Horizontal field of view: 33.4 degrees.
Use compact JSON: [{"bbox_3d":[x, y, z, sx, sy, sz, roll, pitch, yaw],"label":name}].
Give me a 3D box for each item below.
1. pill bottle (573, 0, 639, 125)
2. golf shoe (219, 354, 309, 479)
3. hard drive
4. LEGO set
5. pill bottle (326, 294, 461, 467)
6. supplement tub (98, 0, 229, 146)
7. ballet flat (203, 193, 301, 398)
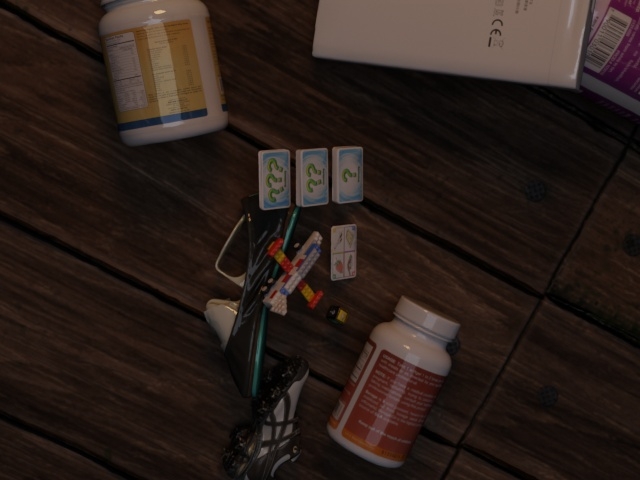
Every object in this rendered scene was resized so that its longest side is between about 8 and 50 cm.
[{"bbox_3d":[0.442,-0.239,1.414,0.301,0.169,0.169,25,94,-9],"label":"pill bottle"},{"bbox_3d":[-0.056,0.253,1.484,0.093,0.077,0.198,28,101,-19],"label":"golf shoe"},{"bbox_3d":[0.171,-0.328,1.353,0.352,0.047,0.233,11,97,23],"label":"hard drive"},{"bbox_3d":[0.000,0.000,1.414,0.182,0.060,0.244,-7,101,-43],"label":"LEGO set"},{"bbox_3d":[0.105,0.191,1.460,0.121,0.121,0.216,26,95,-8],"label":"pill bottle"},{"bbox_3d":[-0.203,-0.229,1.365,0.144,0.144,0.200,-11,98,-4],"label":"supplement tub"},{"bbox_3d":[-0.101,0.069,1.447,0.096,0.095,0.281,13,86,3],"label":"ballet flat"}]
